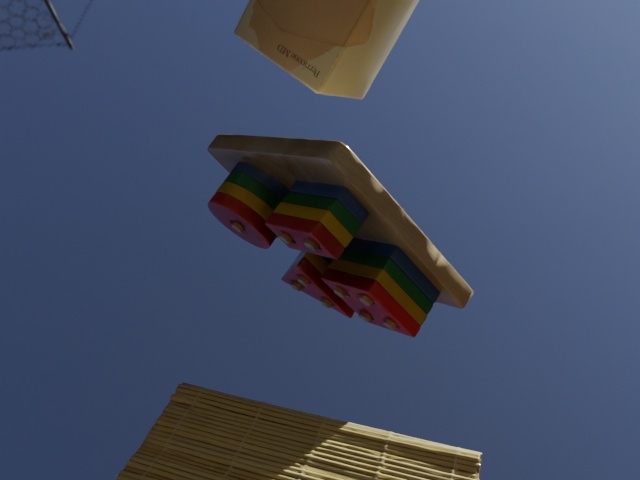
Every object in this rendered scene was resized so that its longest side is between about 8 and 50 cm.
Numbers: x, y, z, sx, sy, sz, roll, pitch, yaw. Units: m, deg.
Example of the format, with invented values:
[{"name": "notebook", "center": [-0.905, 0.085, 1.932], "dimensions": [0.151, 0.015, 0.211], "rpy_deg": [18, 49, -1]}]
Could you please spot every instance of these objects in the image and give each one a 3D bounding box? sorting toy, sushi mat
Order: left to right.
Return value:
[{"name": "sushi mat", "center": [-0.014, 0.216, 0.761], "dimensions": [0.316, 0.019, 0.151], "rpy_deg": [11, -147, 12]}, {"name": "sorting toy", "center": [0.000, 0.000, 0.946], "dimensions": [0.257, 0.255, 0.089], "rpy_deg": [45, -109, -32]}]

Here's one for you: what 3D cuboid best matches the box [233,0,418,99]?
[{"name": "box", "center": [0.048, -0.330, 0.939], "dimensions": [0.148, 0.121, 0.311], "rpy_deg": [37, -70, 19]}]
